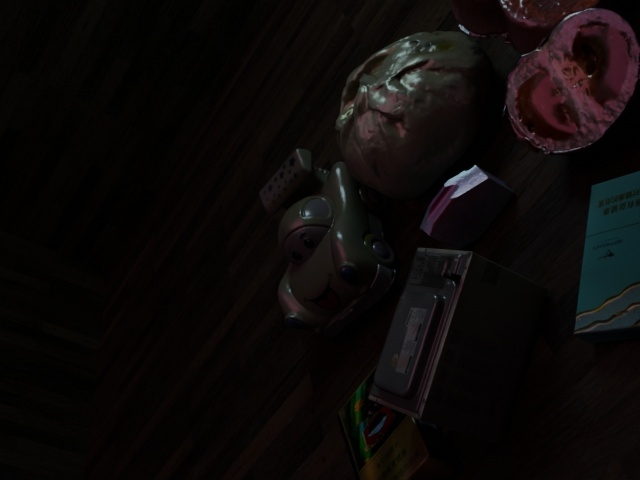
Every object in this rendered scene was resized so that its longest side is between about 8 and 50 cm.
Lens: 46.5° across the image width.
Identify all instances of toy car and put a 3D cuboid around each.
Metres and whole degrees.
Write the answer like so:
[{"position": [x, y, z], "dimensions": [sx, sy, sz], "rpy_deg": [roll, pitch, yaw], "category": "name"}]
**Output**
[{"position": [0.000, 0.000, 1.545], "dimensions": [0.242, 0.226, 0.336], "rpy_deg": [-44, 31, 36], "category": "toy car"}]

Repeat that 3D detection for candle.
[{"position": [0.381, -0.456, 1.252], "dimensions": [0.287, 0.131, 0.317], "rpy_deg": [-42, 54, -3], "category": "candle"}]

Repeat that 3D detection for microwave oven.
[{"position": [0.194, 0.149, 1.092], "dimensions": [0.145, 0.194, 0.240], "rpy_deg": [3, 72, 64], "category": "microwave oven"}]

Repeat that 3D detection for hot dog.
[{"position": [0.204, -0.086, 1.458], "dimensions": [0.083, 0.035, 0.058], "rpy_deg": [-33, 40, 46], "category": "hot dog"}]

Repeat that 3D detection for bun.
[{"position": [0.163, -0.270, 1.465], "dimensions": [0.365, 0.219, 0.365], "rpy_deg": [-44, 26, 27], "category": "bun"}]

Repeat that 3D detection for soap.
[{"position": [0.245, -0.053, 1.276], "dimensions": [0.149, 0.100, 0.056], "rpy_deg": [-54, 28, 19], "category": "soap"}]

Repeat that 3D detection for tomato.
[{"position": [0.400, -0.225, 1.127], "dimensions": [0.228, 0.112, 0.199], "rpy_deg": [-40, 57, 38], "category": "tomato"}]

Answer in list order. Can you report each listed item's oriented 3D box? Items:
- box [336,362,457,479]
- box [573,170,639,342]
[{"position": [0.118, 0.321, 1.214], "dimensions": [0.159, 0.071, 0.240], "rpy_deg": [-57, 26, 20], "category": "box"}, {"position": [0.415, 0.014, 0.964], "dimensions": [0.162, 0.041, 0.229], "rpy_deg": [-22, 48, 55], "category": "box"}]
